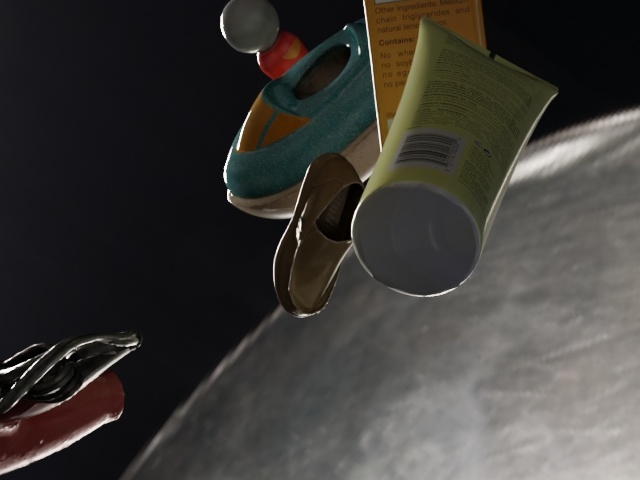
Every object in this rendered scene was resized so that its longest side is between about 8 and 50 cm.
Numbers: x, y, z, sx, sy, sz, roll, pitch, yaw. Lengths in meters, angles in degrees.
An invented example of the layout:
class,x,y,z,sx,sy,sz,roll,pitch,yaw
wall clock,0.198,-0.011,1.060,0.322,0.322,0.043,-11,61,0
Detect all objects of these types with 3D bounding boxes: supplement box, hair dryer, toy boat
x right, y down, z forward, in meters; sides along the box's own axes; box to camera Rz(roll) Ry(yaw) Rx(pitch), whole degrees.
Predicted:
class,x,y,z,sx,sy,sz,roll,pitch,yaw
supplement box,0.068,-0.138,0.893,0.078,0.080,0.233,-62,-33,-80
hair dryer,-0.189,0.107,0.833,0.223,0.080,0.293,-9,-5,7
toy boat,-0.022,-0.164,1.491,0.267,0.148,0.318,-42,31,7

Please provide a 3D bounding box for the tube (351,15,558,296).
class,x,y,z,sx,sy,sz,roll,pitch,yaw
tube,0.073,-0.054,0.727,0.062,0.070,0.240,-15,24,23

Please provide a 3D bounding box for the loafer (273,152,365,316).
class,x,y,z,sx,sy,sz,roll,pitch,yaw
loafer,0.000,0.000,1.183,0.050,0.056,0.148,34,117,54
